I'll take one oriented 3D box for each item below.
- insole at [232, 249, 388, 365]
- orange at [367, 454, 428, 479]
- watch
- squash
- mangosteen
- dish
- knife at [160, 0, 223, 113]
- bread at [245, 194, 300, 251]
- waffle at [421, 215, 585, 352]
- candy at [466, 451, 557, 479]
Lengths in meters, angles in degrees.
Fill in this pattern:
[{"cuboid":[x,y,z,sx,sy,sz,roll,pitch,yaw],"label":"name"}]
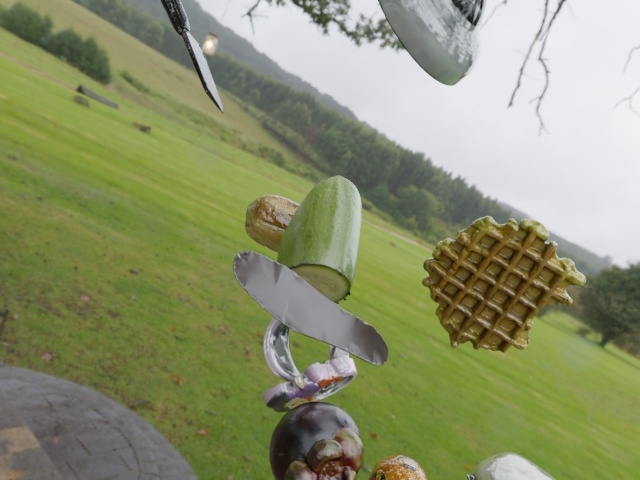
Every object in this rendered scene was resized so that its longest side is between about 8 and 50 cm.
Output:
[{"cuboid":[-0.006,0.116,0.868,0.327,0.007,0.111,34,38,-26],"label":"insole"},{"cuboid":[0.175,0.583,1.251,0.155,0.178,0.177,21,9,5],"label":"orange"},{"cuboid":[-0.051,0.278,1.354,0.231,0.244,0.196,63,10,25],"label":"watch"},{"cuboid":[0.000,0.000,1.274,0.189,0.189,0.261,23,51,-23],"label":"squash"},{"cuboid":[-0.005,0.426,1.096,0.210,0.210,0.210,26,10,-5],"label":"mangosteen"},{"cuboid":[0.221,-0.424,0.949,0.273,0.134,0.273,28,49,-37],"label":"dish"},{"cuboid":[-0.188,-0.287,0.826,0.230,0.028,0.060,65,13,16],"label":"knife"},{"cuboid":[-0.088,-0.034,1.492,0.236,0.140,0.106,26,-33,-23],"label":"bread"},{"cuboid":[0.357,0.097,1.109,0.282,0.300,0.058,54,28,0],"label":"waffle"},{"cuboid":[0.455,0.587,1.072,0.386,0.186,0.427,52,6,-8],"label":"candy"}]
